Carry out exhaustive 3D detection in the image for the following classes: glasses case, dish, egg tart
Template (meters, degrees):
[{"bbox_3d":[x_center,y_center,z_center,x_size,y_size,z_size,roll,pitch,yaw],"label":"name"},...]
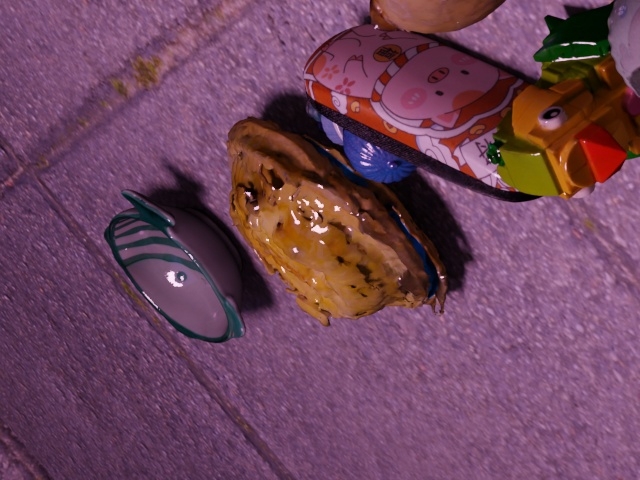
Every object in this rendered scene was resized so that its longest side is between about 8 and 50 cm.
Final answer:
[{"bbox_3d":[0.100,-0.110,1.539,0.267,0.103,0.067,27,148,34],"label":"glasses case"},{"bbox_3d":[-0.156,0.014,2.146,0.224,0.078,0.246,32,152,29],"label":"dish"},{"bbox_3d":[0.000,0.000,1.811,0.291,0.107,0.291,38,167,11],"label":"egg tart"}]

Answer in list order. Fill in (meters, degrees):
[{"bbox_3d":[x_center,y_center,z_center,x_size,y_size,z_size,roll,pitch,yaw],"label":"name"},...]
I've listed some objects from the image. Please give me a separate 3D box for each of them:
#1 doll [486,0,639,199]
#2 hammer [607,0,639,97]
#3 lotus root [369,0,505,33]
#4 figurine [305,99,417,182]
[{"bbox_3d":[0.192,-0.103,1.324,0.134,0.186,0.106,0,130,35],"label":"doll"},{"bbox_3d":[0.352,-0.072,1.212,0.335,0.119,0.206,46,156,-15],"label":"hammer"},{"bbox_3d":[0.088,-0.250,1.306,0.169,0.151,0.342,54,163,20],"label":"lotus root"},{"bbox_3d":[0.038,-0.107,1.672,0.149,0.087,0.086,25,151,53],"label":"figurine"}]
